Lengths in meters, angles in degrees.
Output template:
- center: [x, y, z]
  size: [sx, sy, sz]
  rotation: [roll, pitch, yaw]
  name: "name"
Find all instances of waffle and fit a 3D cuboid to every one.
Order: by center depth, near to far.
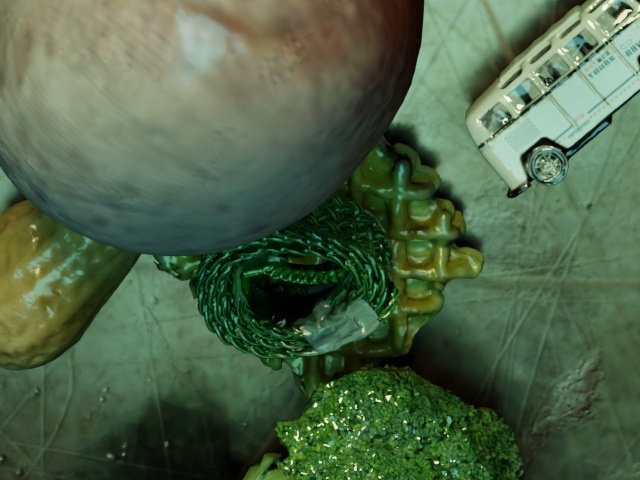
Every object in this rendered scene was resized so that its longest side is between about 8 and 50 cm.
- center: [0.000, -0.001, 1.517]
  size: [0.223, 0.054, 0.204]
  rotation: [43, 106, -14]
  name: "waffle"

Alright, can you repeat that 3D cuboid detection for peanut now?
- center: [-0.195, 0.003, 1.505]
  size: [0.108, 0.095, 0.226]
  rotation: [38, 106, -6]
  name: "peanut"

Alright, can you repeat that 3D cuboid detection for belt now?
- center: [-0.016, 0.020, 1.460]
  size: [0.151, 0.079, 0.121]
  rotation: [-2, 123, 9]
  name: "belt"

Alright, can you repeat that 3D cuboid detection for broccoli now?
- center: [0.038, 0.237, 1.504]
  size: [0.275, 0.308, 0.308]
  rotation: [22, 116, 40]
  name: "broccoli"

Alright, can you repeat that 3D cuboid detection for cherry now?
- center: [-0.089, -0.136, 1.324]
  size: [0.326, 0.335, 0.291]
  rotation: [-34, 101, 14]
  name: "cherry"

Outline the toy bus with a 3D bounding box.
- center: [0.194, -0.120, 1.452]
  size: [0.194, 0.087, 0.089]
  rotation: [-41, 93, 16]
  name: "toy bus"
